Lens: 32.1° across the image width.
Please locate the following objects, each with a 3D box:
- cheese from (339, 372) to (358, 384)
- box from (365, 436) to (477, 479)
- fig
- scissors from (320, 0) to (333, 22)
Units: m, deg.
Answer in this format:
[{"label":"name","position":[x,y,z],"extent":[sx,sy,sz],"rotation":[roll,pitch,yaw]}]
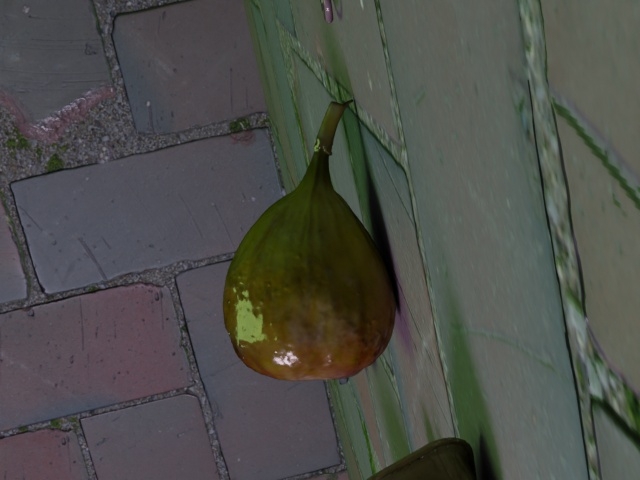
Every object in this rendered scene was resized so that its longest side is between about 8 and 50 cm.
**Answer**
[{"label":"cheese","position":[0.013,0.114,1.436],"extent":[0.286,0.082,0.163],"rotation":[82,175,-65]},{"label":"box","position":[0.071,0.209,0.746],"extent":[0.111,0.111,0.177],"rotation":[-107,6,-47]},{"label":"fig","position":[0.000,0.000,0.992],"extent":[0.159,0.159,0.257],"rotation":[-115,33,-73]},{"label":"scissors","position":[0.002,-0.214,0.859],"extent":[0.176,0.022,0.085],"rotation":[-105,6,-82]}]
